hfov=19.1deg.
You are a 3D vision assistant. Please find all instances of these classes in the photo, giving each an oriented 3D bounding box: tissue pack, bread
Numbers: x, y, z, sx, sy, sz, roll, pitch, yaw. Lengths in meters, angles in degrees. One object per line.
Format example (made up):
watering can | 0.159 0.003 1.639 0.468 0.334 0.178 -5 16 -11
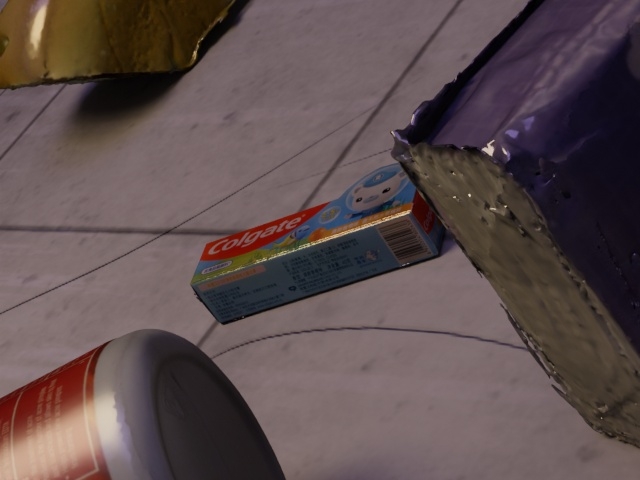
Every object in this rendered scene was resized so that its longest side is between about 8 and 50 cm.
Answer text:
tissue pack | 0.229 -0.080 1.070 0.344 0.242 0.125 -48 28 -20
bread | -0.202 -0.229 1.813 0.260 0.156 0.158 -10 8 -39

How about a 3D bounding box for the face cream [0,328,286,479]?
face cream | -0.132 0.175 1.118 0.187 0.201 0.201 -27 30 15

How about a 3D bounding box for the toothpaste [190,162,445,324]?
toothpaste | 0.000 0.000 1.394 0.193 0.044 0.070 -18 32 28
